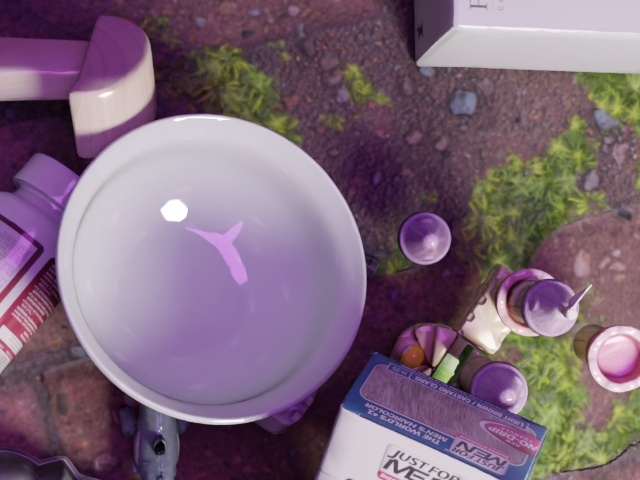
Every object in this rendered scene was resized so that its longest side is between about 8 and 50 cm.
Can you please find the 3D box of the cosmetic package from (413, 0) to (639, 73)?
[{"bbox_3d":[0.332,-0.303,1.808,0.453,0.161,0.230,0,83,-12],"label":"cosmetic package"}]

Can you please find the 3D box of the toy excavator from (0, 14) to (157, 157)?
[{"bbox_3d":[-0.431,-0.111,1.570,0.433,0.222,0.445,20,48,23],"label":"toy excavator"}]

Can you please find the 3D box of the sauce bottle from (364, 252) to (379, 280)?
[{"bbox_3d":[0.000,0.000,1.756,0.128,0.042,0.042,27,78,-9],"label":"sauce bottle"}]

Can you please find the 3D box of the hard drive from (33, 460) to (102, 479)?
[{"bbox_3d":[-0.324,0.303,1.647,0.308,0.040,0.203,19,79,-10],"label":"hard drive"}]

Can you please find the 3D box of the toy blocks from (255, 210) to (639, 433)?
[{"bbox_3d":[0.130,0.138,1.631,0.309,0.260,0.288,34,90,-6],"label":"toy blocks"}]

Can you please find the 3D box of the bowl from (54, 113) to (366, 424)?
[{"bbox_3d":[-0.117,0.039,1.625,0.298,0.134,0.297,6,72,-19],"label":"bowl"}]

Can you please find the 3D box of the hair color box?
[{"bbox_3d":[0.065,0.290,1.555,0.174,0.105,0.347,24,123,9],"label":"hair color box"}]

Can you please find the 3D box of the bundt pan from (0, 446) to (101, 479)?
[{"bbox_3d":[-0.291,0.354,1.564,0.331,0.124,0.330,1,84,-13],"label":"bundt pan"}]

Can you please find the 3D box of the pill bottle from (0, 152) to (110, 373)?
[{"bbox_3d":[-0.305,0.031,1.642,0.121,0.121,0.221,39,75,-5],"label":"pill bottle"}]

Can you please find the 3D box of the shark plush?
[{"bbox_3d":[-0.165,0.206,1.662,0.073,0.067,0.161,12,62,-7],"label":"shark plush"}]
